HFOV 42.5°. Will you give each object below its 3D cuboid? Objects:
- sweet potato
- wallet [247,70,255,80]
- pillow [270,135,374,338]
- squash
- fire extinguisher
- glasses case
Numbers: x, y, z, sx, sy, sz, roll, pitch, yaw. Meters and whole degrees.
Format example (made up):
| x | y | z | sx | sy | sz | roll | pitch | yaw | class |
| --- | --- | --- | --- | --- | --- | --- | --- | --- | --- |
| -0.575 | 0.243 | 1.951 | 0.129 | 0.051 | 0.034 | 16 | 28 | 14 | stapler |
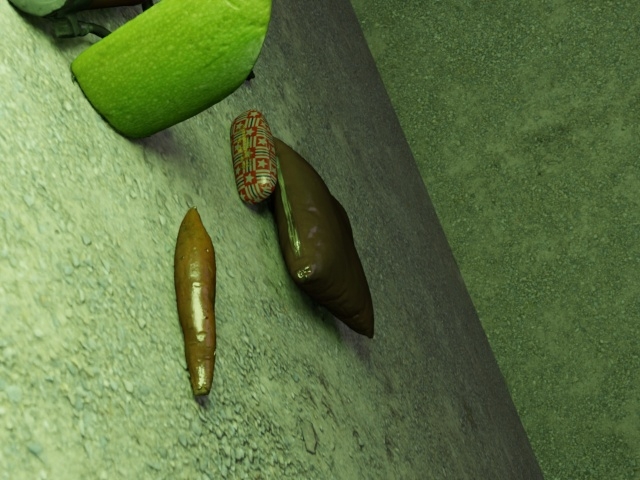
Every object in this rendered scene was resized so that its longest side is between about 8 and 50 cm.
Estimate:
| x | y | z | sx | sy | sz | roll | pitch | yaw | class |
| --- | --- | --- | --- | --- | --- | --- | --- | --- | --- |
| -0.155 | 0.065 | 1.021 | 0.057 | 0.057 | 0.264 | 47 | 29 | -49 | sweet potato |
| -0.204 | -0.389 | 1.548 | 0.244 | 0.025 | 0.124 | 19 | 47 | -66 | wallet |
| 0.000 | 0.000 | 1.505 | 0.305 | 0.108 | 0.308 | 46 | 25 | -54 | pillow |
| -0.145 | -0.229 | 1.038 | 0.111 | 0.288 | 0.203 | 67 | 17 | 6 | squash |
| -0.294 | -0.338 | 1.102 | 0.376 | 0.113 | 0.200 | -64 | 171 | -68 | fire extinguisher |
| -0.117 | -0.151 | 1.407 | 0.049 | 0.073 | 0.194 | 37 | 32 | -45 | glasses case |
